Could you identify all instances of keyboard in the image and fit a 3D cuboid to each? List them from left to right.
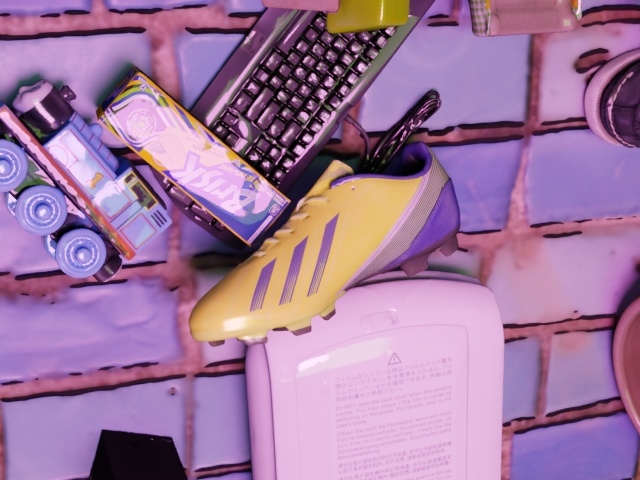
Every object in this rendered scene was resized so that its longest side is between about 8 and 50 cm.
[{"bbox_3d":[0.011,-0.122,0.981,0.201,0.033,0.317,35,96,-27],"label":"keyboard"}]

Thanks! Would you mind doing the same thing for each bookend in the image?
[{"bbox_3d":[-0.173,0.281,0.994,0.072,0.157,0.156,11,105,-22],"label":"bookend"}]

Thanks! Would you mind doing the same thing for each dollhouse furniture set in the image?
[{"bbox_3d":[0.089,-0.276,0.917,0.301,0.151,0.198,-14,111,-47],"label":"dollhouse furniture set"}]

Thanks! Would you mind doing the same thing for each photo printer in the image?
[{"bbox_3d":[0.054,0.180,1.064,0.255,0.107,0.308,-9,111,-16],"label":"photo printer"}]

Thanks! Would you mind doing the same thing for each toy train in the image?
[{"bbox_3d":[-0.213,-0.050,0.906,0.105,0.080,0.184,-43,115,-10],"label":"toy train"}]

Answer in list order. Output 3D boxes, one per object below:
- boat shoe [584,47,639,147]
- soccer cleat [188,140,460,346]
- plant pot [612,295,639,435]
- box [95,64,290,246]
[{"bbox_3d":[0.429,-0.178,1.059,0.340,0.113,0.127,-20,113,-12],"label":"boat shoe"},{"bbox_3d":[0.000,0.000,0.936,0.289,0.093,0.121,-26,103,-31],"label":"soccer cleat"},{"bbox_3d":[0.479,0.124,1.133,0.229,0.263,0.263,-26,117,-27],"label":"plant pot"},{"bbox_3d":[-0.107,-0.071,0.919,0.169,0.059,0.054,40,93,-20],"label":"box"}]
